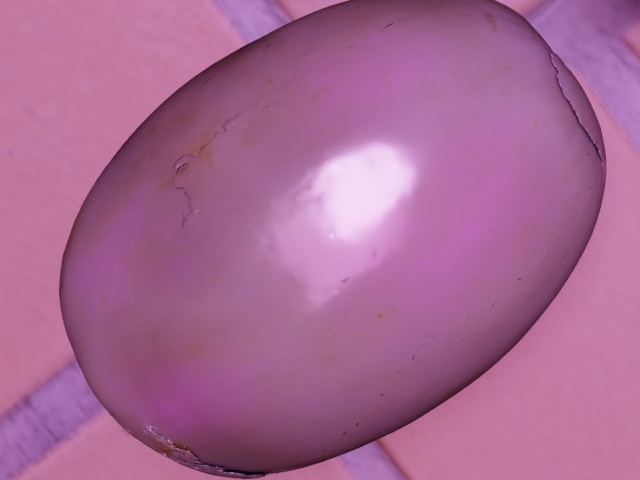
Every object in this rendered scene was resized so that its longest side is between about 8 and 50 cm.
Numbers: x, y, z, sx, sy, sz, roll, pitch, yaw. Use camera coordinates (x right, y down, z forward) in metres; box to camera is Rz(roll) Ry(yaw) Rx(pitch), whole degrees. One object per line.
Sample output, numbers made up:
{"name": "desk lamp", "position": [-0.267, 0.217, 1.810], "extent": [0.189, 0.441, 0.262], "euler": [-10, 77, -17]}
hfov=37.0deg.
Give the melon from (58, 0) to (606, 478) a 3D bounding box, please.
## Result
{"name": "melon", "position": [0.000, 0.000, 0.528], "extent": [0.317, 0.223, 0.223], "euler": [-33, 92, 13]}
